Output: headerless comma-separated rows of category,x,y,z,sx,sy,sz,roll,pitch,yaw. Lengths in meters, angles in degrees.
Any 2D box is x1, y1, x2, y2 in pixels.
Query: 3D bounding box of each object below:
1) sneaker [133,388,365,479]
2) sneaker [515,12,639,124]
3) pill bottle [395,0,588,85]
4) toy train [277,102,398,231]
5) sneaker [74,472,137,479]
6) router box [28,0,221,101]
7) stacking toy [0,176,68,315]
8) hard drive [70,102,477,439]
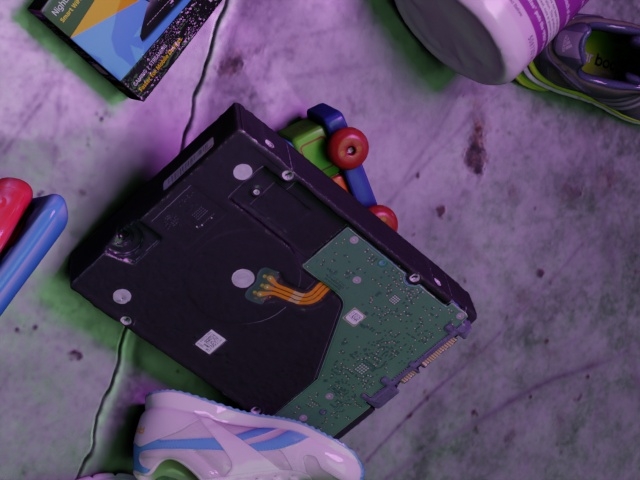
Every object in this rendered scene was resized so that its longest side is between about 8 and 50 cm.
sneaker,-0.071,0.219,1.477,0.228,0.087,0.092,12,66,2
sneaker,0.349,-0.186,1.661,0.300,0.121,0.111,6,96,-29
pill bottle,0.227,-0.316,1.545,0.301,0.169,0.169,-46,117,-14
toy train,0.000,0.000,1.522,0.143,0.105,0.248,-26,111,-11
sneaker,-0.244,0.297,1.428,0.252,0.111,0.103,-13,105,-27
router box,-0.167,-0.241,1.412,0.133,0.046,0.179,41,79,-28
stacking toy,-0.382,-0.048,1.284,0.302,0.175,0.166,39,77,-17
hard drive,-0.041,0.048,1.463,0.237,0.064,0.339,-42,119,19
